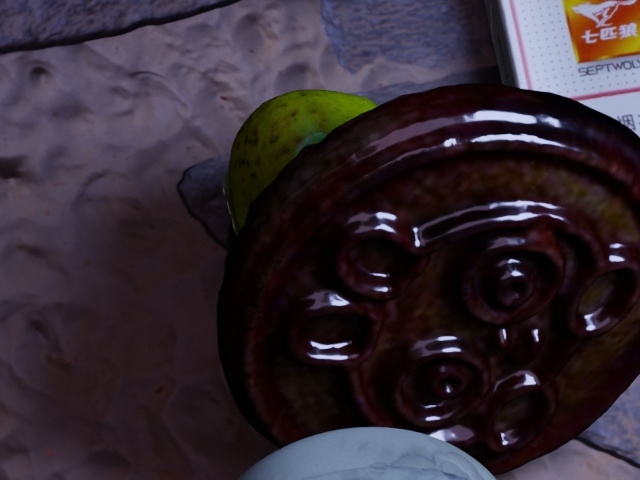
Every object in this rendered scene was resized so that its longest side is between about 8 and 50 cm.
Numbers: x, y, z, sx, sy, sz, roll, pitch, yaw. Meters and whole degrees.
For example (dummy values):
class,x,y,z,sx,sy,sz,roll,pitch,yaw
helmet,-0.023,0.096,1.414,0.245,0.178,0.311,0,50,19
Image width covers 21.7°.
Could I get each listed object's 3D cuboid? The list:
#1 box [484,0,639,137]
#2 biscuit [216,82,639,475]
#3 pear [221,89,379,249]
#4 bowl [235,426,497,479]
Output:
class,x,y,z,sx,sy,sz,roll,pitch,yaw
box,0.286,-0.163,1.627,0.210,0.095,0.330,-9,70,-2
biscuit,0.112,0.056,1.393,0.407,0.407,0.091,-14,42,-4
pear,0.000,0.000,1.493,0.164,0.255,0.238,-11,74,-4
bowl,0.031,0.269,1.386,0.307,0.307,0.163,-9,41,-1
